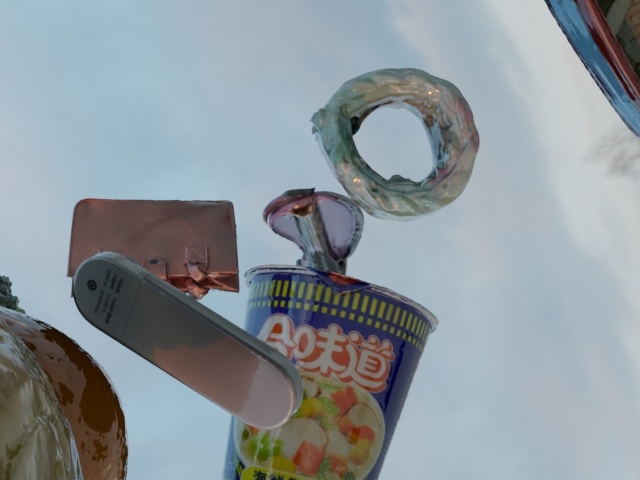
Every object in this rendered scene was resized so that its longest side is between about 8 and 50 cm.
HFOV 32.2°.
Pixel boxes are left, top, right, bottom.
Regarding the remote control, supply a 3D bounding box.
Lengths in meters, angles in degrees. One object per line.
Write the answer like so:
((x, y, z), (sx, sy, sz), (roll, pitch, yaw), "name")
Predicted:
((-0.124, 0.090, 1.011), (0.245, 0.077, 0.022), (30, -155, 14), "remote control")

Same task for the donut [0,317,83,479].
((-0.217, 0.220, 0.518), (0.449, 0.198, 0.449), (179, 90, -87), "donut")

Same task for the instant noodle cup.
((-0.008, 0.224, 1.471), (0.284, 0.284, 0.312), (37, -117, -53), "instant noodle cup")

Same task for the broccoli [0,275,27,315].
((-0.480, 0.171, 1.428), (0.302, 0.249, 0.375), (58, -179, -30), "broccoli")

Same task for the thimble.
((0.089, -0.123, 1.396), (0.149, 0.211, 0.185), (105, -177, -87), "thimble")

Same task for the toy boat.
((0.246, -0.258, 1.028), (0.392, 0.079, 0.136), (54, -133, -23), "toy boat")

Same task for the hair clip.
((0.002, -0.001, 1.610), (0.359, 0.110, 0.096), (77, -146, -64), "hair clip")

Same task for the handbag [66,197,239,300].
((-0.212, 0.010, 1.423), (0.157, 0.212, 0.059), (-99, 10, -51), "handbag")

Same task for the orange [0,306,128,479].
((-0.318, 0.165, 0.911), (0.274, 0.310, 0.274), (49, 154, 35), "orange")
